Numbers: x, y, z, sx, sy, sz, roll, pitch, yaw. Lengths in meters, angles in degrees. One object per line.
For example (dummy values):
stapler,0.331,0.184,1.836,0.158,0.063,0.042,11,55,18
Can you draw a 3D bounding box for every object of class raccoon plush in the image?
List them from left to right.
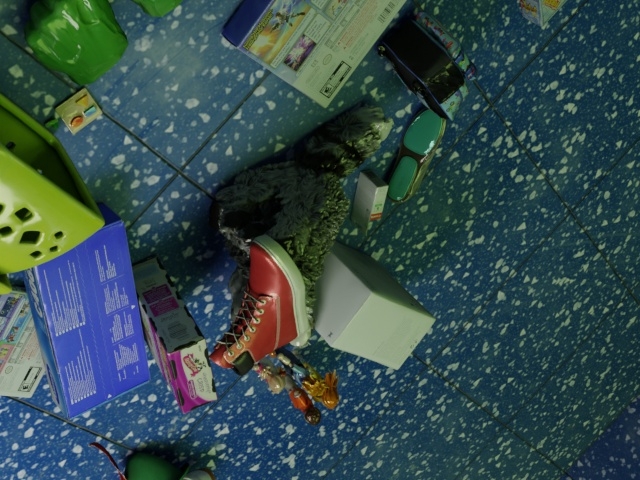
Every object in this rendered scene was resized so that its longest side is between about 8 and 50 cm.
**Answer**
raccoon plush,0.000,0.000,1.994,0.446,0.216,0.299,-32,137,-15

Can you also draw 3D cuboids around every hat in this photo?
hat,-0.380,0.444,2.188,0.173,0.183,0.208,-46,-174,-40

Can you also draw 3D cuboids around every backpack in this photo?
backpack,0.207,-0.303,1.967,0.117,0.158,0.173,-42,142,6

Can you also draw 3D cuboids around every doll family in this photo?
doll family,-0.042,0.274,2.226,0.118,0.163,0.263,-44,139,-2

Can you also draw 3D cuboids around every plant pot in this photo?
plant pot,-0.478,-0.072,1.540,0.207,0.228,0.227,-41,140,6

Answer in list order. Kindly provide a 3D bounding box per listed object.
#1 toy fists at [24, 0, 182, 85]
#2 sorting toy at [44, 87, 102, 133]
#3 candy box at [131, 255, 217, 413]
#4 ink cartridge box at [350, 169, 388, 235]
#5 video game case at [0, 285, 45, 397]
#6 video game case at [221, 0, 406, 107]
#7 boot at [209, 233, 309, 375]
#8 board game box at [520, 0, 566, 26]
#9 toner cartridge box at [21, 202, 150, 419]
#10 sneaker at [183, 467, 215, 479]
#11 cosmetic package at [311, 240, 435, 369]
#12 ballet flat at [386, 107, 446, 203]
toy fists,-0.301,-0.355,1.551,0.279,0.096,0.142,-43,150,-5
sorting toy,-0.380,-0.190,1.679,0.083,0.012,0.062,-38,139,-9
candy box,-0.260,0.160,1.894,0.071,0.233,0.159,-22,135,-17
ink cartridge box,0.094,-0.073,2.133,0.029,0.063,0.115,-12,130,-30
video game case,-0.530,0.170,1.842,0.193,0.023,0.212,14,114,-45
video game case,0.003,-0.384,1.803,0.269,0.061,0.244,-53,140,8
boot,-0.114,0.115,1.778,0.176,0.088,0.244,-35,141,-22
board game box,0.429,-0.512,2.056,0.194,0.060,0.194,19,108,-47
toner cartridge box,-0.394,0.122,1.840,0.165,0.075,0.348,-23,129,-28
sneaker,-0.318,0.589,2.305,0.290,0.106,0.123,-45,173,19
cosmetic package,0.064,0.114,2.137,0.224,0.224,0.138,23,107,-48
ballet flat,0.189,-0.171,2.143,0.068,0.072,0.213,-26,145,-63
